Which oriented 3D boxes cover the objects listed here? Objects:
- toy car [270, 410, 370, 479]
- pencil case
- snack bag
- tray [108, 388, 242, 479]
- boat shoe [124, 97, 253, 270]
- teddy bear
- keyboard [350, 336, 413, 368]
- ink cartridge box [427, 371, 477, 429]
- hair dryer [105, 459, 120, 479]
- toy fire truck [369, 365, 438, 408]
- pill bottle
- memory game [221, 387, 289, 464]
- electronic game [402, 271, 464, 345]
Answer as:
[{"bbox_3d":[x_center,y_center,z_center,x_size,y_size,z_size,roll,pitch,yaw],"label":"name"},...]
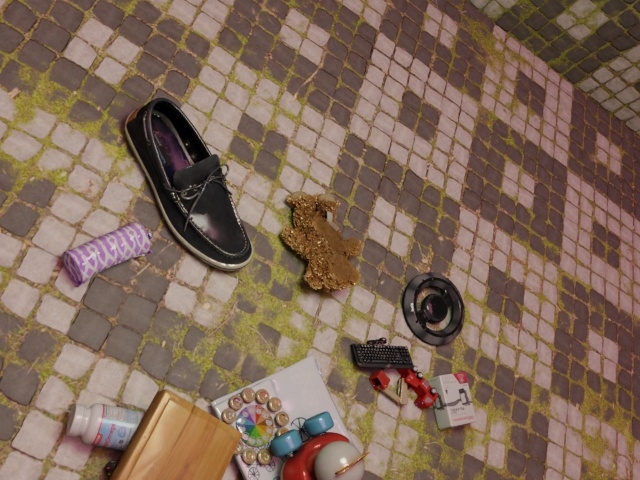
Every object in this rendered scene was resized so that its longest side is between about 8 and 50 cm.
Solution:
[{"bbox_3d":[0.042,0.515,1.522,0.210,0.238,0.219,-17,80,-42],"label":"toy car"},{"bbox_3d":[-0.500,0.029,1.562,0.206,0.086,0.088,-27,110,-37],"label":"pencil case"},{"bbox_3d":[-0.068,0.486,1.652,0.342,0.037,0.323,-18,76,-40],"label":"snack bag"},{"bbox_3d":[-0.336,0.536,1.344,0.202,0.076,0.411,36,57,-17],"label":"tray"},{"bbox_3d":[-0.328,-0.145,1.704,0.186,0.156,0.500,-30,89,-40],"label":"boat shoe"},{"bbox_3d":[0.000,0.000,1.900,0.245,0.113,0.338,-13,70,-44],"label":"teddy bear"},{"bbox_3d":[0.173,0.316,1.885,0.180,0.023,0.108,7,38,-24],"label":"keyboard"},{"bbox_3d":[0.390,0.475,1.960,0.109,0.063,0.151,0,70,-33],"label":"ink cartridge box"},{"bbox_3d":[-0.328,0.585,1.429,0.223,0.080,0.294,-7,74,-36],"label":"hair dryer"},{"bbox_3d":[0.241,0.423,1.895,0.192,0.047,0.135,50,52,-5],"label":"toy fire truck"},{"bbox_3d":[-0.455,0.400,1.421,0.160,0.087,0.087,19,60,-25],"label":"pill bottle"},{"bbox_3d":[-0.153,0.443,1.586,0.186,0.012,0.186,16,56,-26],"label":"memory game"},{"bbox_3d":[0.355,0.211,2.061,0.229,0.048,0.230,8,71,-24],"label":"electronic game"}]
